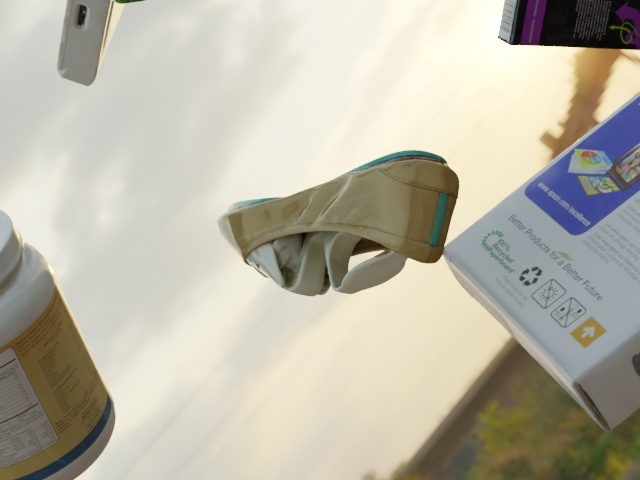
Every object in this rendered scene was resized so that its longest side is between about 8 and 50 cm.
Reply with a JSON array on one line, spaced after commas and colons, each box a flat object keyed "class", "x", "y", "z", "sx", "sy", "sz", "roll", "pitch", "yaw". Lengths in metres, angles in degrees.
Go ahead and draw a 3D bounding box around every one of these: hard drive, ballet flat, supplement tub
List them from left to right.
[{"class": "supplement tub", "x": -0.255, "y": 0.088, "z": 1.205, "sx": 0.144, "sy": 0.144, "sz": 0.200, "roll": -44, "pitch": -51, "yaw": -34}, {"class": "hard drive", "x": -0.163, "y": -0.316, "z": 1.410, "sx": 0.203, "sy": 0.040, "sz": 0.307, "roll": 118, "pitch": 169, "yaw": -60}, {"class": "ballet flat", "x": 0.000, "y": 0.000, "z": 0.996, "sx": 0.232, "sy": 0.080, "sz": 0.073, "roll": -18, "pitch": 66, "yaw": 57}]

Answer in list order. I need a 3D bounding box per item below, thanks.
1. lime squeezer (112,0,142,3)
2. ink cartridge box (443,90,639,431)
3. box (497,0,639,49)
[{"class": "lime squeezer", "x": -0.093, "y": -0.176, "z": 0.849, "sx": 0.059, "sy": 0.310, "sz": 0.110, "roll": 1, "pitch": 68, "yaw": 49}, {"class": "ink cartridge box", "x": 0.270, "y": -0.052, "z": 1.016, "sx": 0.371, "sy": 0.176, "sz": 0.069, "roll": -40, "pitch": -53, "yaw": 0}, {"class": "box", "x": 0.232, "y": -0.218, "z": 1.307, "sx": 0.162, "sy": 0.029, "sz": 0.116, "roll": 0, "pitch": -69, "yaw": -23}]
